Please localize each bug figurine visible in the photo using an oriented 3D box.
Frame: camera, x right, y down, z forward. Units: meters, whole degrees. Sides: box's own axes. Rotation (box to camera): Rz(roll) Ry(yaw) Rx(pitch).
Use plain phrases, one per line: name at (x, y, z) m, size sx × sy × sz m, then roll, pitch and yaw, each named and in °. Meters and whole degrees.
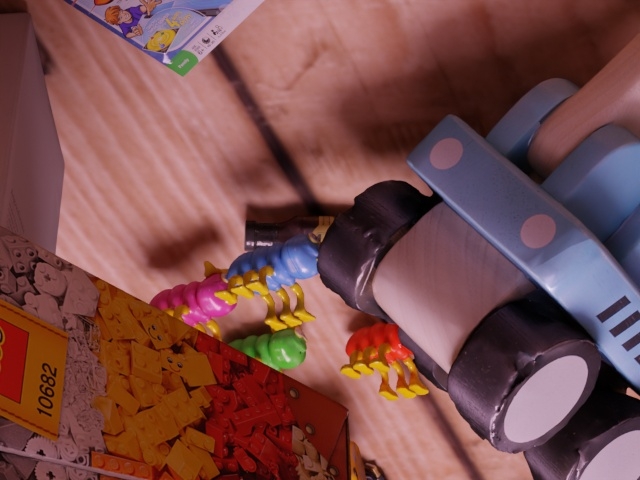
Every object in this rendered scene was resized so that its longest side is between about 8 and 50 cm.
bug figurine at (-0.029, 0.067, 1.623) m, size 0.216 × 0.072 × 0.279 m, roll -15°, pitch 151°, yaw 27°

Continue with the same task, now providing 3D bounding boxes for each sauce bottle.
sauce bottle at (0.000, 0.000, 1.603) m, size 0.128 × 0.042 × 0.042 m, roll 1°, pitch 134°, yaw -1°

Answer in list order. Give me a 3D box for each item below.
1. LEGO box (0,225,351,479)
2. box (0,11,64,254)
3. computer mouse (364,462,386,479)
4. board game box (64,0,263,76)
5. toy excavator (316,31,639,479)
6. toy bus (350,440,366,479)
LEGO box at (-0.276, 0.229, 1.238) m, size 0.372 × 0.193 × 0.500 m, roll 30°, pitch 128°, yaw -29°
box at (-0.317, 0.010, 1.398) m, size 0.215 × 0.345 × 0.168 m, roll -3°, pitch 136°, yaw 3°
computer mouse at (-0.020, 0.273, 1.871) m, size 0.193 × 0.042 × 0.106 m, roll -14°, pitch 134°, yaw 13°
board game box at (-0.090, -0.221, 1.391) m, size 0.136 × 0.035 × 0.201 m, roll 31°, pitch 127°, yaw -27°
toy excavator at (0.214, -0.070, 1.428) m, size 0.445 × 0.222 × 0.433 m, roll -47°, pitch 141°, yaw -1°
toy bus at (-0.124, 0.224, 1.761) m, size 0.332 × 0.130 × 0.108 m, roll -7°, pitch 133°, yaw 7°
